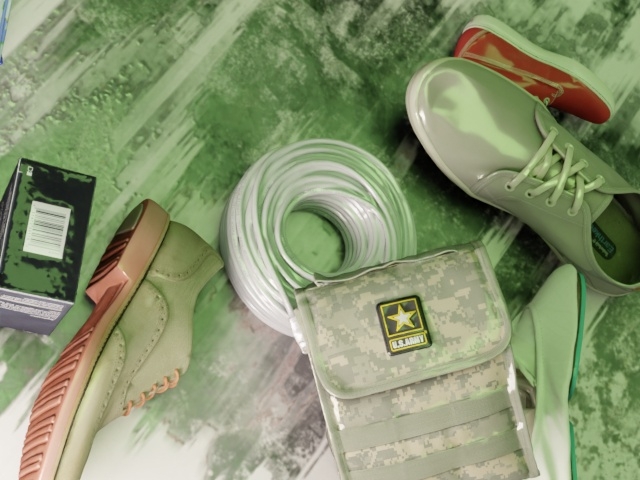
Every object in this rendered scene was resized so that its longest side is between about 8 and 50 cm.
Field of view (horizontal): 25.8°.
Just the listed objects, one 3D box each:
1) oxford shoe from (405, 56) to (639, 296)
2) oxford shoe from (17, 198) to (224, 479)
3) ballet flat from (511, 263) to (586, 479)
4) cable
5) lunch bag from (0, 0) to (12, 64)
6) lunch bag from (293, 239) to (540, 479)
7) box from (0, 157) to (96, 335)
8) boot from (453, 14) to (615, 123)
[{"bbox_3d":[0.302,-0.087,1.863,0.449,0.130,0.169,41,78,-16],"label":"oxford shoe"},{"bbox_3d":[-0.223,0.146,1.607,0.146,0.140,0.397,31,66,-19],"label":"oxford shoe"},{"bbox_3d":[0.271,0.213,1.806,0.139,0.139,0.400,13,70,-19],"label":"ballet flat"},{"bbox_3d":[0.000,0.000,1.774,0.257,0.089,0.257,-34,87,-29],"label":"cable"},{"bbox_3d":[-0.454,-0.282,1.648,0.176,0.090,0.219,15,77,-35],"label":"lunch bag"},{"bbox_3d":[0.109,0.156,1.635,0.235,0.169,0.287,-15,105,-2],"label":"lunch bag"},{"bbox_3d":[-0.325,0.011,1.592,0.093,0.158,0.156,14,69,-18],"label":"box"},{"bbox_3d":[0.284,-0.187,1.956,0.244,0.088,0.176,27,65,-4],"label":"boot"}]
